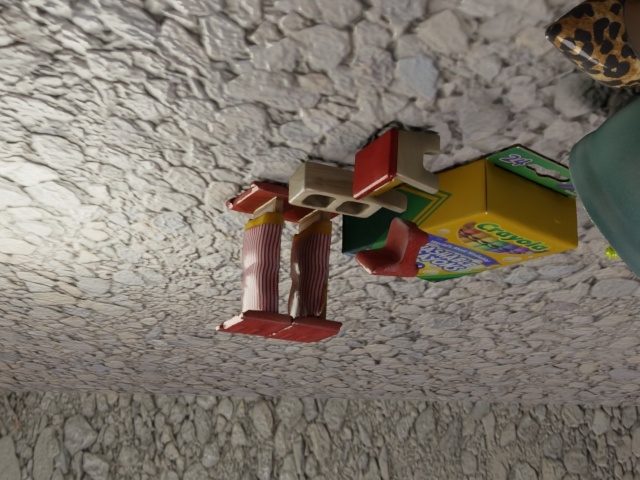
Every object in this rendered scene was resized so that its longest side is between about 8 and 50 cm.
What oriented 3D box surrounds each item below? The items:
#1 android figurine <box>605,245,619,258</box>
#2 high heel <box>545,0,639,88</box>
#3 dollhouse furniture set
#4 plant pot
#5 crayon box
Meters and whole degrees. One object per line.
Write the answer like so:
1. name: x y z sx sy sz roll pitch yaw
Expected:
1. android figurine: 0.564 0.000 1.648 0.273 0.056 0.248 -2 161 5
2. high heel: 0.345 -0.204 0.991 0.261 0.093 0.186 -2 169 -32
3. dollhouse furniture set: 0.000 0.000 1.471 0.152 0.201 0.374 10 160 -23
4. plant pot: 0.440 -0.067 1.176 0.293 0.293 0.196 15 130 -34
5. crayon box: 0.211 -0.026 1.559 0.203 0.083 0.323 18 155 -39
